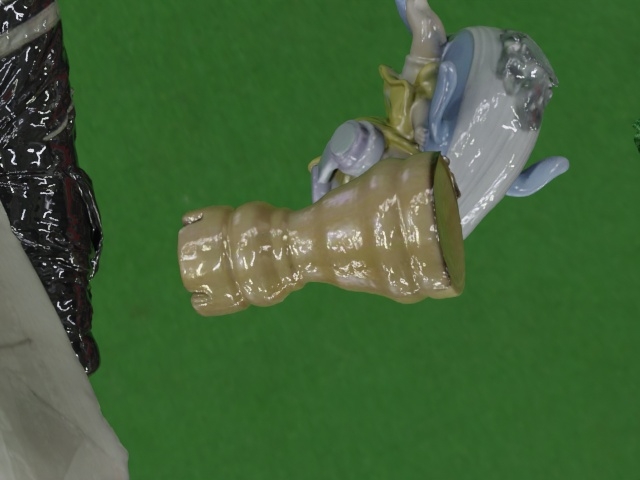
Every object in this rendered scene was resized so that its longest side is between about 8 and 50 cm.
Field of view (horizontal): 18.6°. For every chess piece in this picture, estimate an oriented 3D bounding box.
[{"bbox_3d":[0.000,0.000,0.875,0.122,0.066,0.066,-7,121,15],"label":"chess piece"}]

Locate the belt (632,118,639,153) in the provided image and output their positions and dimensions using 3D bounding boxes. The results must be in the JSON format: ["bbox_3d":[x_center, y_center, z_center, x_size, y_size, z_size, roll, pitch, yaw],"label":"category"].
[{"bbox_3d":[0.175,-0.039,0.598,0.151,0.079,0.121,9,98,-8],"label":"belt"}]

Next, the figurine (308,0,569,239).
[{"bbox_3d":[0.075,-0.075,1.293,0.184,0.208,0.128,-32,128,30],"label":"figurine"}]

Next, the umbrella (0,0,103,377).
[{"bbox_3d":[-0.227,-0.069,1.442,0.113,0.106,0.358,-11,93,-38],"label":"umbrella"}]

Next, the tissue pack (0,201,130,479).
[{"bbox_3d":[-0.248,0.092,0.888,0.269,0.137,0.209,-31,79,25],"label":"tissue pack"}]
